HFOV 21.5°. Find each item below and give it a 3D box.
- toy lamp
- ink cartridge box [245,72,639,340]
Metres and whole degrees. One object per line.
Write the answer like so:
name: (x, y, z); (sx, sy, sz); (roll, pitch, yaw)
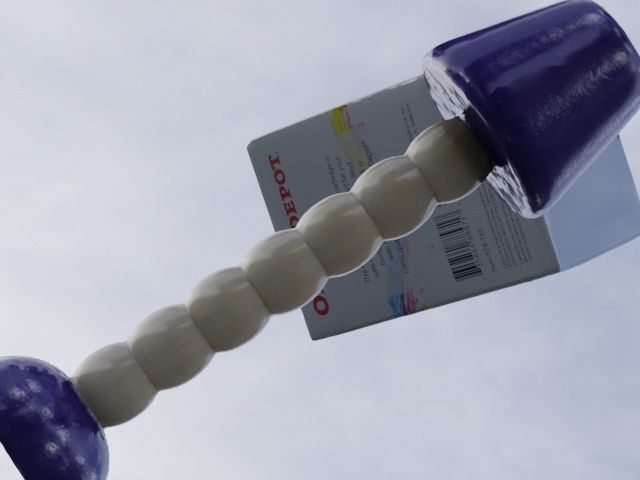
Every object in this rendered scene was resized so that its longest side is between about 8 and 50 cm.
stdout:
toy lamp: (0.000, 0.000, 0.637); (0.275, 0.080, 0.080); (-33, -52, -6)
ink cartridge box: (0.073, -0.031, 0.984); (0.176, 0.127, 0.128); (-17, -88, 34)
